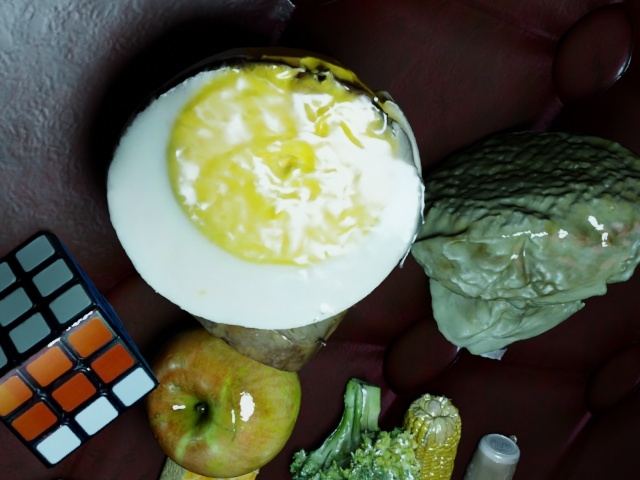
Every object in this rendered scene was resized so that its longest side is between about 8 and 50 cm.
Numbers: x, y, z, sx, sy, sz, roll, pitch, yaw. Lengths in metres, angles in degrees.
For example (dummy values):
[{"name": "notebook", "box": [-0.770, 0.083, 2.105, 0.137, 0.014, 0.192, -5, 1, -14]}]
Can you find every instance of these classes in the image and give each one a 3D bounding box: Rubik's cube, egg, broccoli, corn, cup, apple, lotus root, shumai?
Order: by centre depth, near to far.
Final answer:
[{"name": "Rubik's cube", "box": [-0.299, 0.119, 1.378, 0.163, 0.162, 0.160, -38, 135, -9]}, {"name": "egg", "box": [-0.057, -0.074, 1.383, 0.337, 0.201, 0.337, 0, 111, -1]}, {"name": "lotus root", "box": [-0.061, 0.076, 1.510, 0.260, 0.170, 0.074, 26, 122, -27]}, {"name": "apple", "box": [-0.117, 0.195, 1.552, 0.196, 0.196, 0.196, -20, 131, -24]}, {"name": "shumai", "box": [0.288, 0.029, 1.638, 0.292, 0.330, 0.288, -59, 143, -55]}, {"name": "broccoli", "box": [0.055, 0.294, 1.792, 0.194, 0.219, 0.194, 0, 88, -10]}, {"name": "corn", "box": [0.164, 0.347, 1.947, 0.091, 0.091, 0.260, -18, 133, -28]}, {"name": "cup", "box": [0.296, 0.376, 2.076, 0.102, 0.074, 0.099, -3, 122, -35]}]

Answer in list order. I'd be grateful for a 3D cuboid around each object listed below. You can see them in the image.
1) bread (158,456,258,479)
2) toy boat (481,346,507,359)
[{"name": "bread", "box": [-0.161, 0.346, 1.718, 0.125, 0.068, 0.188, 3, 119, -39]}, {"name": "toy boat", "box": [0.273, 0.120, 1.909, 0.096, 0.034, 0.122, 14, 103, -46]}]
